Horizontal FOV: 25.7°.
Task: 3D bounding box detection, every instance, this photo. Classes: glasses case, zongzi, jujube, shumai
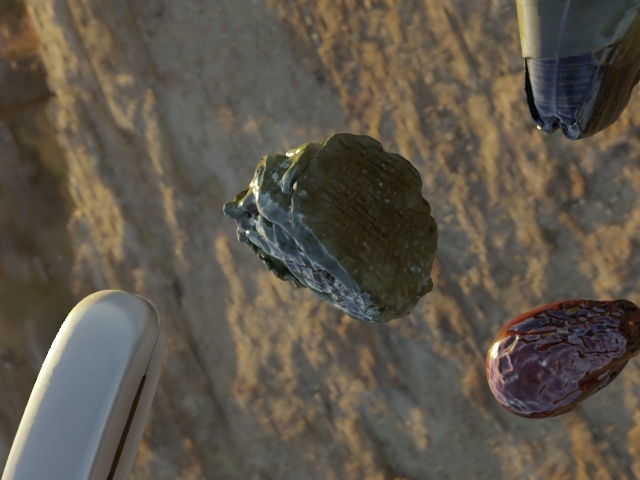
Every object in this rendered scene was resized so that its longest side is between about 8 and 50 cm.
[{"bbox_3d":[-0.160,0.129,0.927,0.081,0.204,0.051,7,161,38],"label":"glasses case"},{"bbox_3d":[0.366,-0.255,1.550,0.318,0.154,0.289,7,118,40],"label":"zongzi"},{"bbox_3d":[0.349,0.161,1.983,0.236,0.168,0.168,-27,89,32],"label":"jujube"},{"bbox_3d":[0.002,0.006,1.213,0.142,0.184,0.184,-42,76,43],"label":"shumai"}]
